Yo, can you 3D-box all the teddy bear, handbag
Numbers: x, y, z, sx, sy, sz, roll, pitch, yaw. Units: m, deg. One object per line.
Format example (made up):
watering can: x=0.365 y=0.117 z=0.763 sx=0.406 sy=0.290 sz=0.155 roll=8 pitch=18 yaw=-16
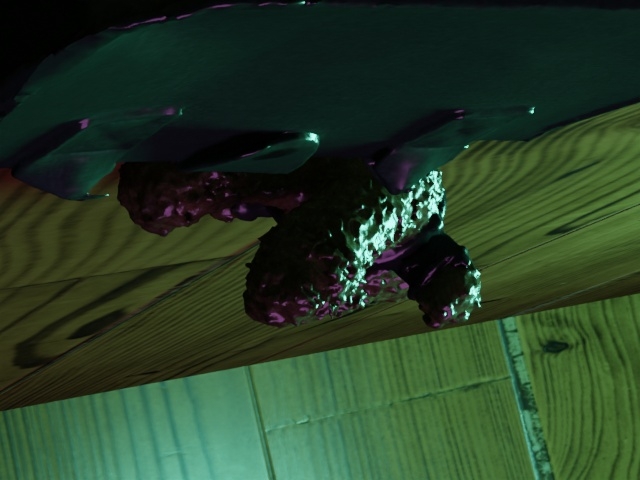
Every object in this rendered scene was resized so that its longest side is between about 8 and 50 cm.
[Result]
teddy bear: x=0.012 y=-0.016 z=0.836 sx=0.129 sy=0.182 sz=0.251 roll=-52 pitch=162 yaw=7
handbag: x=0.018 y=-0.079 z=0.549 sx=0.326 sy=0.089 sz=0.238 roll=-7 pitch=171 yaw=-32
